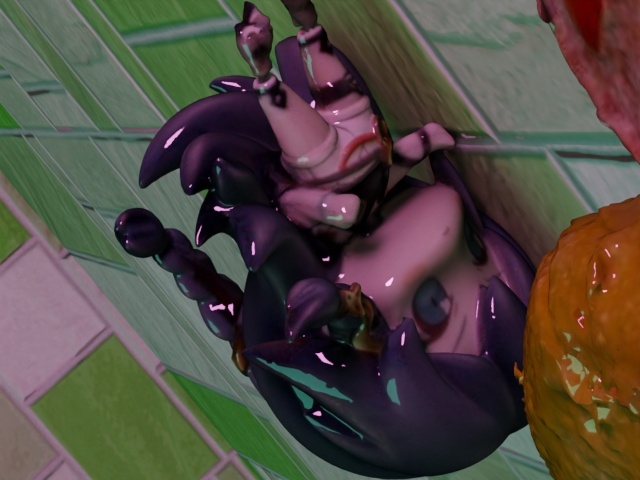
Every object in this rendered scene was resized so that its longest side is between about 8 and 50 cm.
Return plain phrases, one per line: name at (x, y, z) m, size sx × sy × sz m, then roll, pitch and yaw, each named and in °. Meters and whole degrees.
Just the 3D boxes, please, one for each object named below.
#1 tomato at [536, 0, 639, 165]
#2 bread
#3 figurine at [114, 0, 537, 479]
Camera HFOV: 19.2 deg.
tomato at (0.111, -0.111, 0.409) m, size 0.237 × 0.095 × 0.237 m, roll 53°, pitch 158°, yaw 33°
bread at (0.178, 0.072, 0.694) m, size 0.240 × 0.139 × 0.240 m, roll 45°, pitch 167°, yaw 14°
figurine at (0.011, 0.005, 0.998) m, size 0.265 × 0.175 × 0.197 m, roll 57°, pitch 158°, yaw -4°
